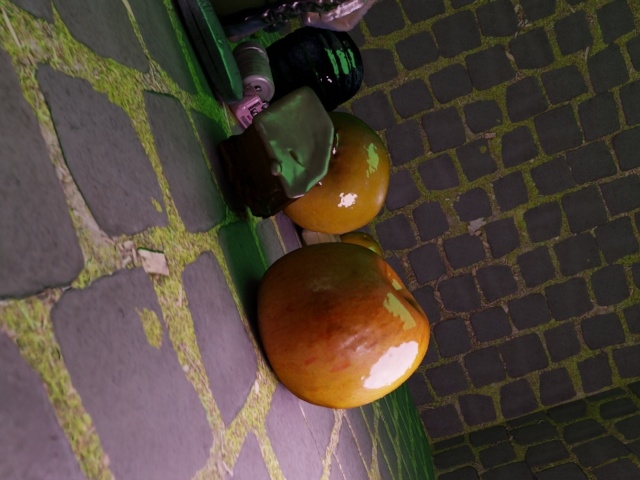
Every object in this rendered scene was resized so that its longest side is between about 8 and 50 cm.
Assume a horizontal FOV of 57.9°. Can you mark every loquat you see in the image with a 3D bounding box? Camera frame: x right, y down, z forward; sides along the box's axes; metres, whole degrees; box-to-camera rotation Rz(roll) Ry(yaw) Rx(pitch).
[{"bbox_3d":[0.131,0.068,2.146,0.208,0.208,0.208,-20,90,-82],"label":"loquat"},{"bbox_3d":[0.029,-0.167,1.548,0.359,0.328,0.329,72,1,-70],"label":"loquat"}]

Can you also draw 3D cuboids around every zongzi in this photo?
[{"bbox_3d":[0.000,0.000,1.763,0.256,0.114,0.228,-115,-177,-61],"label":"zongzi"}]

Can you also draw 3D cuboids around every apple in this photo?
[{"bbox_3d":[0.039,0.144,1.025,0.299,0.275,0.299,61,13,-24],"label":"apple"}]

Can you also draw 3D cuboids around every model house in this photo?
[{"bbox_3d":[-0.081,-0.679,1.469,0.400,0.445,0.395,-3,73,-77],"label":"model house"},{"bbox_3d":[-0.096,-0.162,1.162,0.229,0.219,0.200,-26,-88,53],"label":"model house"}]

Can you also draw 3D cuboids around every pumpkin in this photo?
[{"bbox_3d":[-0.037,-0.519,1.830,0.266,0.363,0.363,62,8,-4],"label":"pumpkin"}]

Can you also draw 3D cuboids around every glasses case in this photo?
[{"bbox_3d":[-0.240,-0.435,1.266,0.109,0.067,0.283,-78,146,-66],"label":"glasses case"}]

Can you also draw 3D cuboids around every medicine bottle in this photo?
[{"bbox_3d":[-0.184,-0.452,1.566,0.105,0.105,0.168,61,13,-51],"label":"medicine bottle"}]

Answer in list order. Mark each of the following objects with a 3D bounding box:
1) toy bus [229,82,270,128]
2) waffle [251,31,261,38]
[{"bbox_3d":[-0.159,-0.315,1.443,0.063,0.090,0.203,62,5,18],"label":"toy bus"},{"bbox_3d":[-0.287,-0.906,2.201,0.291,0.051,0.291,-18,90,-84],"label":"waffle"}]
